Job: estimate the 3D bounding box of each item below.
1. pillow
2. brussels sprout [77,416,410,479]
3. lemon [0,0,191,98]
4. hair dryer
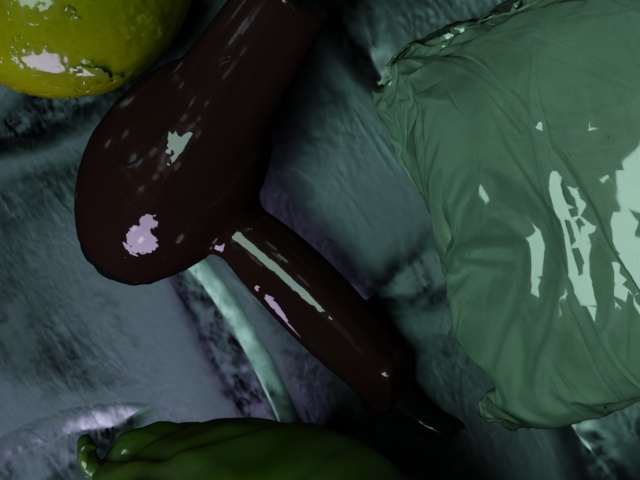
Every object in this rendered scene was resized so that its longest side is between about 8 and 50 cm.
[{"bbox_3d":[0.186,-0.041,1.016,0.310,0.138,0.283,-19,86,34],"label":"pillow"},{"bbox_3d":[-0.029,0.346,1.151,0.361,0.342,0.425,26,129,31],"label":"brussels sprout"},{"bbox_3d":[-0.177,-0.186,1.176,0.206,0.173,0.173,-5,103,29],"label":"lemon"},{"bbox_3d":[0.000,0.000,1.165,0.340,0.123,0.312,44,135,-2],"label":"hair dryer"}]
